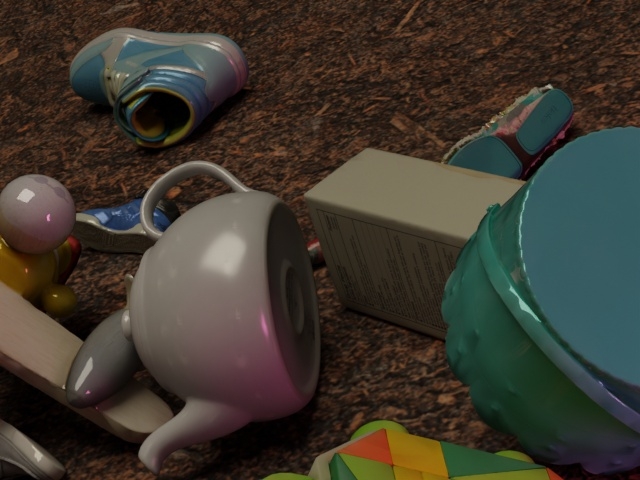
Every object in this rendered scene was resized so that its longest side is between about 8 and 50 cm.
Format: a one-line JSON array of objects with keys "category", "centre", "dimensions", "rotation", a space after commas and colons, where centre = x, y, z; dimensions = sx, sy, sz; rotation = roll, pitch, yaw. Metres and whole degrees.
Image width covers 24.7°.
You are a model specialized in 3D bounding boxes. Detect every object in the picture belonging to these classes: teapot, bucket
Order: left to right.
[{"category": "teapot", "centre": [-0.114, 0.069, 1.506], "dimensions": [0.187, 0.252, 0.256], "rotation": [-8, 19, 13]}, {"category": "bucket", "centre": [0.254, 0.050, 1.251], "dimensions": [0.281, 0.183, 0.281], "rotation": [5, 64, -9]}]

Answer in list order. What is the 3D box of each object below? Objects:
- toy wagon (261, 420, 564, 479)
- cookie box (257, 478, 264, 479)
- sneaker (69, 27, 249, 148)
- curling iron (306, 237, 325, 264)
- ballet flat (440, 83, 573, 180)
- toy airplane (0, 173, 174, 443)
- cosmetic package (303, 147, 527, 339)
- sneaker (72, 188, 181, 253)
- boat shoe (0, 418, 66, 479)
[{"category": "toy wagon", "centre": [0.083, 0.238, 1.125], "dimensions": [0.344, 0.068, 0.267], "rotation": [16, 27, -15]}, {"category": "cookie box", "centre": [-0.069, 0.274, 1.354], "dimensions": [0.092, 0.040, 0.107], "rotation": [-14, 32, 10]}, {"category": "sneaker", "centre": [-0.287, -0.225, 2.205], "dimensions": [0.319, 0.127, 0.208], "rotation": [-1, 34, 31]}, {"category": "curling iron", "centre": [0.000, 0.000, 1.757], "dimensions": [0.274, 0.035, 0.068], "rotation": [-26, 31, -9]}, {"category": "ballet flat", "centre": [0.217, -0.105, 1.773], "dimensions": [0.241, 0.091, 0.077], "rotation": [-34, 2, -30]}, {"category": "toy airplane", "centre": [-0.365, 0.047, 1.562], "dimensions": [0.272, 0.386, 0.384], "rotation": [-55, 42, 16]}, {"category": "cosmetic package", "centre": [0.141, 0.015, 1.529], "dimensions": [0.113, 0.160, 0.309], "rotation": [-38, 35, -29]}, {"category": "sneaker", "centre": [-0.254, -0.030, 1.932], "dimensions": [0.152, 0.058, 0.084], "rotation": [6, 45, 31]}, {"category": "boat shoe", "centre": [-0.343, 0.231, 1.573], "dimensions": [0.184, 0.066, 0.063], "rotation": [22, 72, 41]}]
